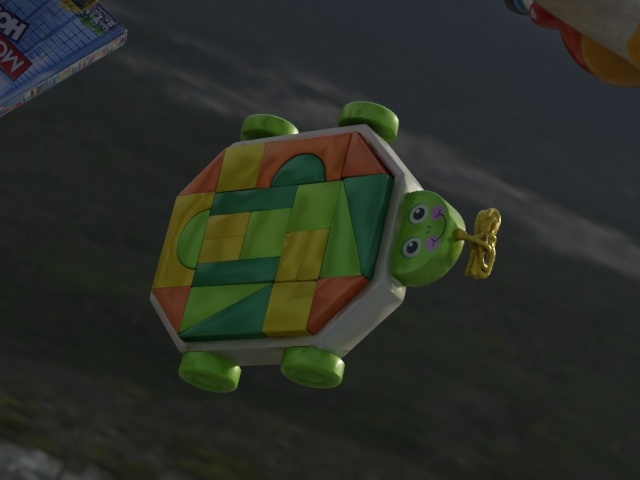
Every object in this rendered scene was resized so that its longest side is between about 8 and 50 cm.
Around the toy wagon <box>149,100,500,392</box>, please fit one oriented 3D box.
[{"bbox_3d":[0.000,0.000,1.694,0.344,0.267,0.068,-5,-29,37],"label":"toy wagon"}]

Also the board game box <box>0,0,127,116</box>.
[{"bbox_3d":[-0.318,-0.193,1.766,0.194,0.194,0.060,44,-11,-1],"label":"board game box"}]

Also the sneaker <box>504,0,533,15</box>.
[{"bbox_3d":[0.227,-0.240,1.628,0.058,0.152,0.084,60,-12,-14],"label":"sneaker"}]

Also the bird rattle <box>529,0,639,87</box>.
[{"bbox_3d":[0.196,-0.133,1.089,0.207,0.143,0.253,16,29,-48],"label":"bird rattle"}]
